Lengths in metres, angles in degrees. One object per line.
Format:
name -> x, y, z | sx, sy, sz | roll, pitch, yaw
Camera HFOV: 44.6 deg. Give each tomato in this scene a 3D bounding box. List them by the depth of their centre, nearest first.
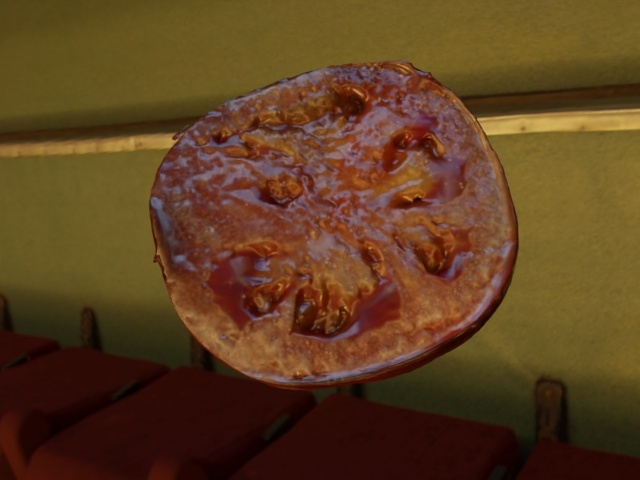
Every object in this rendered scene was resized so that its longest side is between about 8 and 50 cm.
tomato -> 0.014, 0.003, 0.739 | 0.338, 0.338, 0.143 | 39, 163, 22
